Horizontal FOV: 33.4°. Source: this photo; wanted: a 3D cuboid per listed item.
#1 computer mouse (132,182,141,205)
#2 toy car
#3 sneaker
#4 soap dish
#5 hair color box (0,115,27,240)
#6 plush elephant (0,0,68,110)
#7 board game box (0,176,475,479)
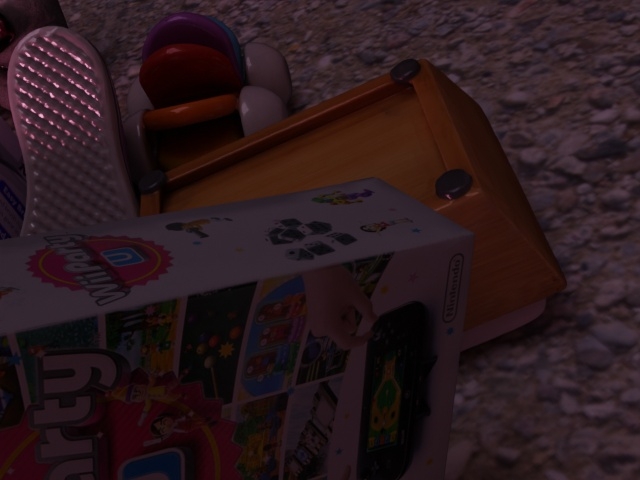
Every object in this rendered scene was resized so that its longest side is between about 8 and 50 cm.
[{"bbox_3d":[-0.214,-0.067,1.054,0.071,0.041,0.242,-32,35,-4],"label":"computer mouse"},{"bbox_3d":[-0.115,-0.140,0.983,0.159,0.136,0.182,-12,38,9],"label":"toy car"},{"bbox_3d":[-0.192,-0.022,0.886,0.102,0.282,0.161,-2,-3,-6],"label":"sneaker"},{"bbox_3d":[0.000,0.000,0.762,0.291,0.118,0.229,-23,36,9],"label":"soap dish"},{"bbox_3d":[-0.304,0.054,0.843,0.110,0.185,0.339,-17,37,19],"label":"hair color box"},{"bbox_3d":[-0.433,-0.247,1.243,0.255,0.272,0.330,-21,5,-12],"label":"plush elephant"},{"bbox_3d":[-0.083,0.106,0.498,0.303,0.224,0.097,-11,28,-30],"label":"board game box"}]
